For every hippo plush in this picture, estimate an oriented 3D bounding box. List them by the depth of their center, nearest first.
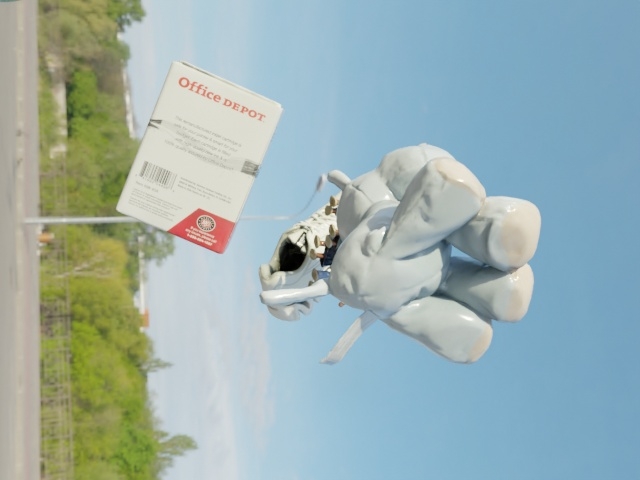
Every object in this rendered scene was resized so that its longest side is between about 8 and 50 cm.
[{"bbox_3d":[0.112,0.011,0.883,0.234,0.294,0.236,48,14,-21],"label":"hippo plush"}]

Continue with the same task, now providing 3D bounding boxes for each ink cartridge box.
[{"bbox_3d":[-0.201,-0.144,1.230,0.114,0.197,0.273,-91,-155,-80],"label":"ink cartridge box"}]

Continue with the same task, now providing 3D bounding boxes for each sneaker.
[{"bbox_3d":[0.000,0.000,1.232,0.110,0.292,0.118,19,-30,36],"label":"sneaker"}]

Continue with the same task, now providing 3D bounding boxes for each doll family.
[{"bbox_3d":[0.052,0.016,1.101,0.076,0.111,0.193,-112,-144,-44],"label":"doll family"}]

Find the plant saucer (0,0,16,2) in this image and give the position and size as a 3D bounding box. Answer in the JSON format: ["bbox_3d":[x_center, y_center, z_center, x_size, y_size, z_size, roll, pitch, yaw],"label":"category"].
[{"bbox_3d":[-0.500,-0.445,1.159,0.037,0.195,0.195,58,-27,14],"label":"plant saucer"}]
